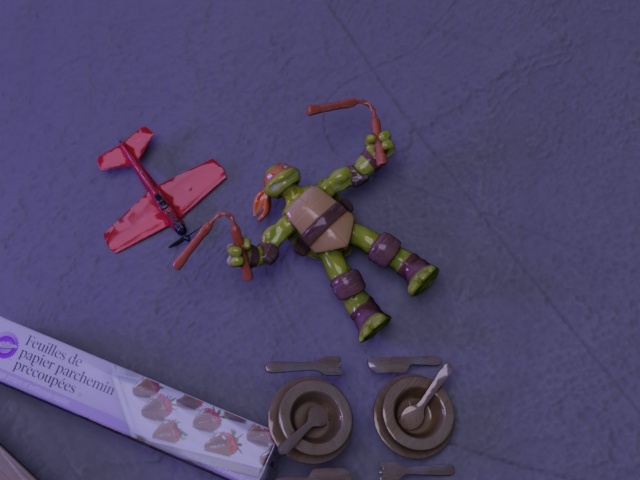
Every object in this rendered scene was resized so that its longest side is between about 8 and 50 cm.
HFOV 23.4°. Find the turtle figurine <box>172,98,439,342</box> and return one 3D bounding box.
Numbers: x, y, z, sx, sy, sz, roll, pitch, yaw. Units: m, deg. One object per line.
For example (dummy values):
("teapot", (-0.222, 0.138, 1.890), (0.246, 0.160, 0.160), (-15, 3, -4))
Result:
("turtle figurine", (0.000, 0.000, 1.586), (0.269, 0.087, 0.217), (-40, 81, -15))

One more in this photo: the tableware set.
("tableware set", (0.045, 0.172, 1.522), (0.194, 0.039, 0.128), (-1, 73, -15))

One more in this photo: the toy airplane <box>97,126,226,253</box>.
("toy airplane", (-0.180, -0.059, 1.654), (0.151, 0.028, 0.151), (-2, 74, 7))

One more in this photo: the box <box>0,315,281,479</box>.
("box", (-0.193, 0.168, 1.571), (0.324, 0.067, 0.063), (21, 77, 11))

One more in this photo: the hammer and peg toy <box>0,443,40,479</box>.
("hammer and peg toy", (-0.459, 0.259, 1.544), (0.361, 0.127, 0.266), (38, 83, 15))
